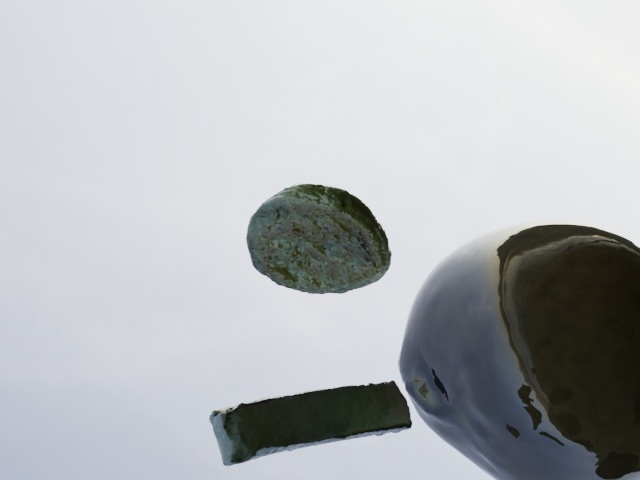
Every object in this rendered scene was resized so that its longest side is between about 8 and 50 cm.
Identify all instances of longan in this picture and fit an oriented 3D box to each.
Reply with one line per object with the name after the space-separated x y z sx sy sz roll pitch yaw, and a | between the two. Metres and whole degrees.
0.243 0.124 1.457 0.319 0.319 0.319 30 -139 -30 | longan

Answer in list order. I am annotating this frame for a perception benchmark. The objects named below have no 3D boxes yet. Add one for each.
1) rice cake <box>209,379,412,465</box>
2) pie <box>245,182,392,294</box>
-0.005 0.127 0.975 0.211 0.034 0.043 1 -111 -53 | rice cake
-0.002 0.000 0.747 0.084 0.084 0.021 35 -138 -25 | pie
